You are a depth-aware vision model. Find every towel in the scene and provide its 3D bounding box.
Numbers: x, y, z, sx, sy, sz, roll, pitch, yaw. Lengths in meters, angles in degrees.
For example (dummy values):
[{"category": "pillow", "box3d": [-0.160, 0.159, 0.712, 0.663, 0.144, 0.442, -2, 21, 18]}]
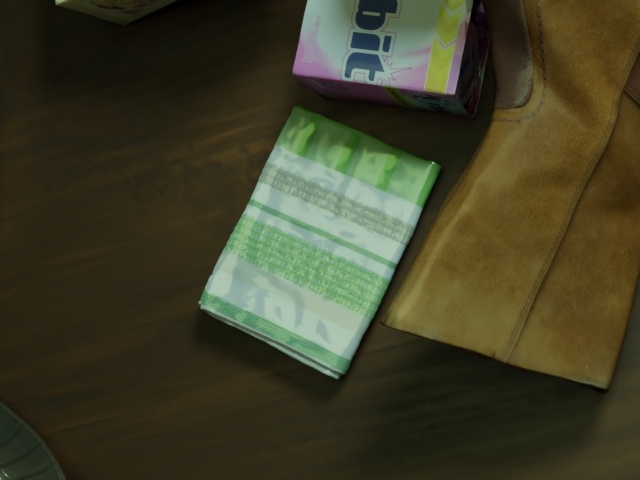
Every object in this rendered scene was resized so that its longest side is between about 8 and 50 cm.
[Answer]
[{"category": "towel", "box3d": [0.000, 0.000, 0.895, 0.113, 0.023, 0.152, 26, 88, 19]}]

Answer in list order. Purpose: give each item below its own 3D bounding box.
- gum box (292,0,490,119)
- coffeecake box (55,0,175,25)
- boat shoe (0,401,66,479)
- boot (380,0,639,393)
[{"category": "gum box", "box3d": [0.059, -0.181, 0.879, 0.107, 0.062, 0.188, 10, 84, 20]}, {"category": "coffeecake box", "box3d": [-0.096, -0.243, 0.909, 0.185, 0.068, 0.142, -16, 74, 37]}, {"category": "boat shoe", "box3d": [-0.243, 0.143, 0.935, 0.190, 0.068, 0.072, 41, 108, 30]}, {"category": "boot", "box3d": [0.097, -0.078, 0.801, 0.264, 0.096, 0.280, 23, 91, -17]}]
